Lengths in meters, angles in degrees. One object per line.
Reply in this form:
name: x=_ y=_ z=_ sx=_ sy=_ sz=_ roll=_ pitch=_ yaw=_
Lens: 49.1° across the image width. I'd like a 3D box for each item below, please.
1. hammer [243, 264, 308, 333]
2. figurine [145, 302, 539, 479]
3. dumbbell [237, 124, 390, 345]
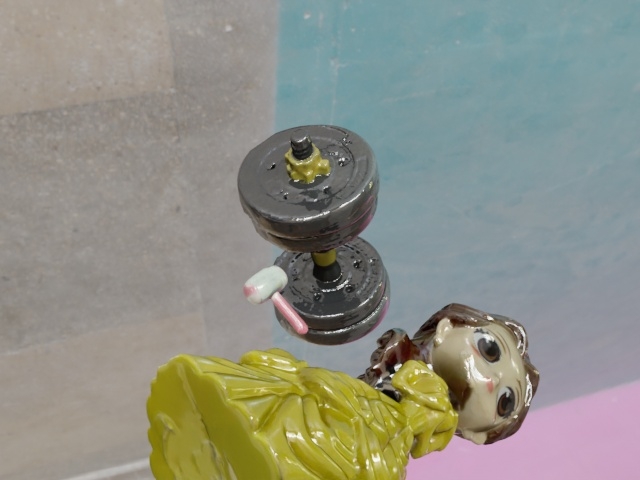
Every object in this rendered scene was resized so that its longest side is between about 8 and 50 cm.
hammer: x=-0.042 y=0.067 z=0.746 sx=0.052 sy=0.083 sz=0.031 roll=-35 pitch=168 yaw=-36
figurine: x=0.055 y=0.128 z=0.510 sx=0.315 sy=0.187 sz=0.168 roll=-16 pitch=151 yaw=-41
dumbbell: x=0.000 y=0.000 z=0.978 sx=0.185 sy=0.185 sz=0.388 roll=-16 pitch=137 yaw=-5
